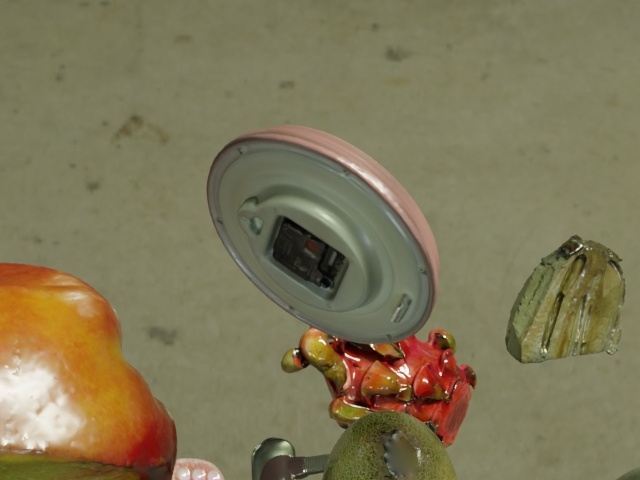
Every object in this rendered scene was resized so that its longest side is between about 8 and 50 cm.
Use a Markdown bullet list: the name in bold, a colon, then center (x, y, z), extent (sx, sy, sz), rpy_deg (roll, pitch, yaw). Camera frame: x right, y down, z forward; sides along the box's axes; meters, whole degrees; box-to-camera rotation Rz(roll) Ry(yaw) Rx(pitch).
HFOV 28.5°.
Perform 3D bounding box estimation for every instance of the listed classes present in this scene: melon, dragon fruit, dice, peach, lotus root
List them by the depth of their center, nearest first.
- **melon**: center (0.049, 0.179, 0.884), extent (0.099, 0.099, 0.162), rpy_deg (5, 27, 1)
- **peach**: center (-0.359, 0.187, 1.321), extent (0.406, 0.335, 0.310), rpy_deg (-10, 49, -4)
- **lotus root**: center (0.278, 0.062, 1.423), extent (0.143, 0.144, 0.070), rpy_deg (4, 19, -29)
- **dice**: center (-0.188, 0.359, 1.739), extent (0.093, 0.091, 0.094), rpy_deg (13, 52, -35)
- **dragon fruit**: center (0.108, 0.227, 2.032), extent (0.243, 0.307, 0.227), rpy_deg (-11, 45, 29)

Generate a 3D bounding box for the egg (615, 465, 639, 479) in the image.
- **egg**: center (0.448, 0.469, 1.707), extent (0.258, 0.258, 0.352), rpy_deg (24, 82, 20)

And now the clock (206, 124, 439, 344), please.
- **clock**: center (-0.001, 0.001, 1.144), extent (0.244, 0.244, 0.056), rpy_deg (26, 53, 22)

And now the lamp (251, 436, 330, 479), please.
- **lamp**: center (0.049, 0.373, 1.620), extent (0.283, 0.124, 0.203), rpy_deg (35, 37, -21)
